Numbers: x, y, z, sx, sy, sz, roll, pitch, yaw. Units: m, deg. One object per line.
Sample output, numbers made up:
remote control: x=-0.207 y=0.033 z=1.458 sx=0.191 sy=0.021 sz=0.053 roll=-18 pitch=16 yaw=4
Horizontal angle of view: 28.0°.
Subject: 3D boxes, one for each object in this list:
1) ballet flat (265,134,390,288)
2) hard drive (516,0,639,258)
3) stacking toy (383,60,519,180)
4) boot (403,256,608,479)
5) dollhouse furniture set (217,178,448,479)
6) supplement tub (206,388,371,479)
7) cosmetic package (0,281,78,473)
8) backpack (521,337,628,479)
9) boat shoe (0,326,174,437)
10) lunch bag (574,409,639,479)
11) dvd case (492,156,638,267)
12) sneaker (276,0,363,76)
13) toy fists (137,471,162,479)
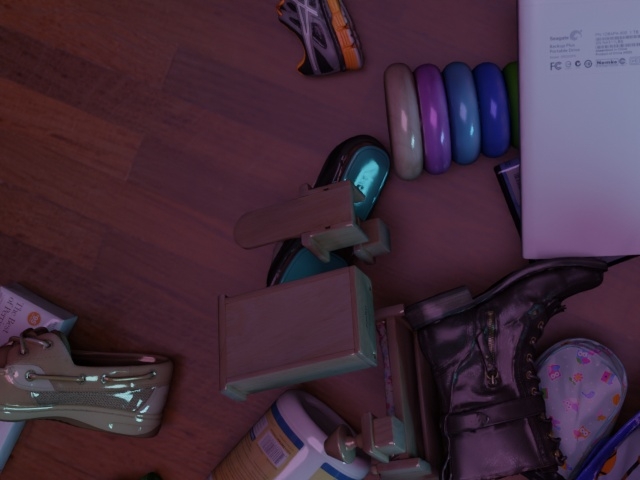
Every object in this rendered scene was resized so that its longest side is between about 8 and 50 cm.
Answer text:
ballet flat: x=0.000 y=0.000 z=1.573 sx=0.095 sy=0.096 sz=0.280 roll=30 pitch=88 yaw=-28
hard drive: x=0.328 y=-0.140 z=1.435 sx=0.210 sy=0.040 sz=0.319 roll=-3 pitch=107 yaw=4
stacking toy: x=0.245 y=-0.157 z=1.521 sx=0.330 sy=0.141 sz=0.141 roll=-6 pitch=92 yaw=2
boot: x=0.231 y=0.151 z=1.459 sx=0.263 sy=0.091 sz=0.229 roll=-18 pitch=82 yaw=-3
dollhouse furniture set: x=0.038 y=0.144 z=1.525 sx=0.174 sy=0.355 sz=0.303 roll=-14 pitch=62 yaw=22
supplement tub: x=-0.050 y=0.297 z=1.568 sx=0.144 sy=0.144 sz=0.200 roll=43 pitch=98 yaw=4
cosmetic package: x=-0.413 y=0.183 z=1.656 sx=0.099 sy=0.060 sz=0.239 roll=27 pitch=96 yaw=4
backpack: x=0.291 y=0.203 z=1.531 sx=0.152 sy=0.115 sz=0.182 roll=37 pitch=94 yaw=7
boat shoe: x=-0.346 y=0.157 z=1.564 sx=0.341 sy=0.121 sz=0.110 roll=14 pitch=96 yaw=-30
lunch bag: x=0.475 y=0.315 z=1.402 sx=0.328 sy=0.239 sz=0.385 roll=44 pitch=96 yaw=-8
dvd case: x=0.351 y=-0.056 z=1.515 sx=0.253 sy=0.022 sz=0.180 roll=-21 pitch=119 yaw=8
sneaker: x=-0.020 y=-0.300 z=1.566 sx=0.083 sy=0.084 sz=0.215 roll=-20 pitch=91 yaw=13
toy fists: x=-0.216 y=0.439 z=1.625 sx=0.142 sy=0.096 sz=0.279 roll=-31 pitch=90 yaw=9
